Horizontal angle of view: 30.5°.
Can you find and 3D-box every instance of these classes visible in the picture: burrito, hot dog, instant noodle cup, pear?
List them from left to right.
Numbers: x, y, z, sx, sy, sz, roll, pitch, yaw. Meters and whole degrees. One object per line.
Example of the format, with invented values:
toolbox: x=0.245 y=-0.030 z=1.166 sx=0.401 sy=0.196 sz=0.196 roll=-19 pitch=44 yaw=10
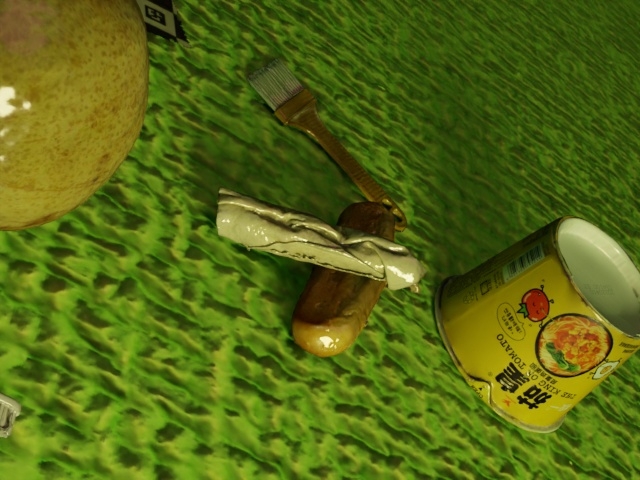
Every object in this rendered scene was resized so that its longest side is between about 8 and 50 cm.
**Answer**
pear: x=-0.221 y=-0.118 z=0.753 sx=0.228 sy=0.188 sz=0.211 roll=41 pitch=25 yaw=-11
burrito: x=0.000 y=0.000 z=0.974 sx=0.185 sy=0.041 sz=0.045 roll=15 pitch=24 yaw=-8
hot dog: x=0.025 y=0.035 z=1.016 sx=0.066 sy=0.047 sz=0.216 roll=10 pitch=33 yaw=9
instant noodle cup: x=0.222 y=0.071 z=1.120 sx=0.182 sy=0.144 sz=0.182 roll=31 pitch=36 yaw=-26

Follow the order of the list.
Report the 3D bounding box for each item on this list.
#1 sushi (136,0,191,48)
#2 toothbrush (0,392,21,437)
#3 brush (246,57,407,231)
sushi: x=-0.230 y=-0.243 z=1.022 sx=0.210 sy=0.040 sz=0.193 roll=17 pitch=36 yaw=-36
toothbrush: x=-0.291 y=0.049 z=0.651 sx=0.275 sy=0.019 sz=0.025 roll=30 pitch=44 yaw=-26
brush: x=0.013 y=-0.093 z=1.175 sx=0.218 sy=0.010 sz=0.082 roll=48 pitch=31 yaw=-1
